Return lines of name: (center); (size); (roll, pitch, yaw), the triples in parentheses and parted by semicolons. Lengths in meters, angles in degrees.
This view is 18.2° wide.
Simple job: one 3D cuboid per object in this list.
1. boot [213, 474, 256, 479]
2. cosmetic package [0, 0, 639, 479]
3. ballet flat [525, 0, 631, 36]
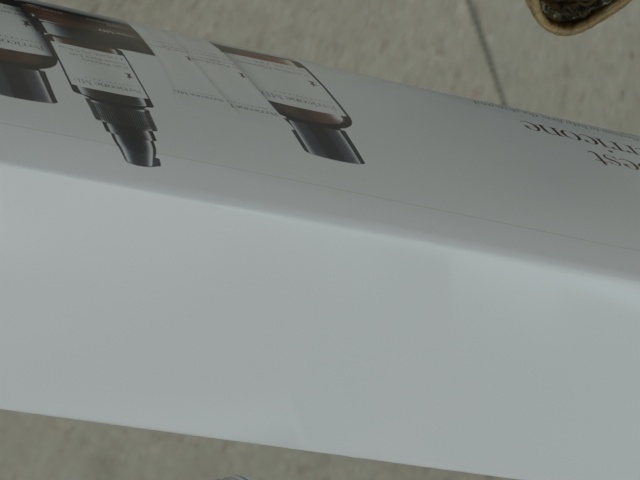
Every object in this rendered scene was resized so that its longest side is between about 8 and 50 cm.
boot: (-0.100, 0.227, 1.275); (0.123, 0.258, 0.095); (39, 122, -24)
cosmetic package: (0.000, 0.000, 0.459); (0.239, 0.099, 0.060); (10, 116, -25)
ballet flat: (0.200, -0.238, 1.101); (0.116, 0.124, 0.342); (22, 135, -14)
